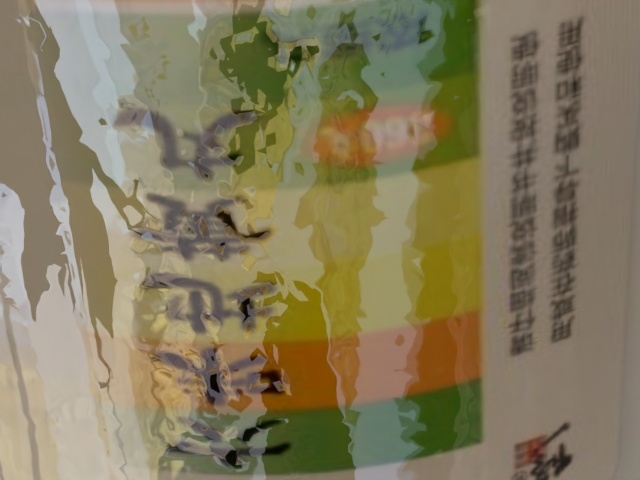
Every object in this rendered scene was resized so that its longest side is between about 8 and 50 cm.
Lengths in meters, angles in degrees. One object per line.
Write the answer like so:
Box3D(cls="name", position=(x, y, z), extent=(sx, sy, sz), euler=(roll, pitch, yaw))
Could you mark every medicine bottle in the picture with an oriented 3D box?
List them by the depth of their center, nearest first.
Box3D(cls="medicine bottle", position=(0.000, 0.000, 0.468), extent=(0.179, 0.324, 0.124), euler=(-7, 42, -4))
